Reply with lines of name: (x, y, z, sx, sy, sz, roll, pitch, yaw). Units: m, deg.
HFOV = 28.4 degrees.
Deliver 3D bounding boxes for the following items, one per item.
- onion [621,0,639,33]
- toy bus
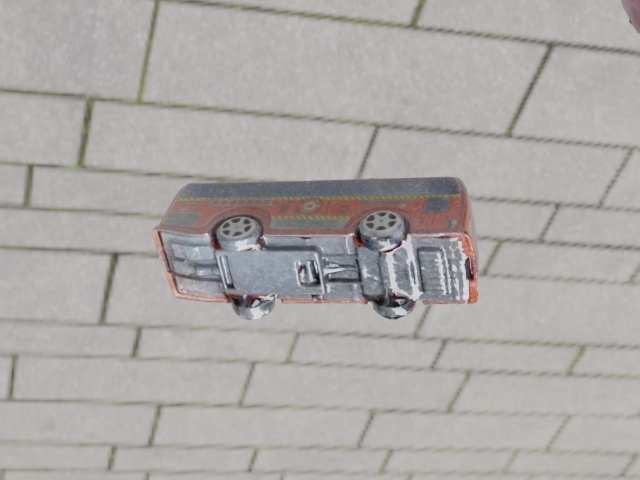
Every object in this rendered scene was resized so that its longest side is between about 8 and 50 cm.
onion: (0.233, -0.186, 0.710, 0.140, 0.150, 0.150, -9, 139, -5)
toy bus: (0.000, 0.000, 0.754, 0.192, 0.077, 0.065, -1, 129, 15)
